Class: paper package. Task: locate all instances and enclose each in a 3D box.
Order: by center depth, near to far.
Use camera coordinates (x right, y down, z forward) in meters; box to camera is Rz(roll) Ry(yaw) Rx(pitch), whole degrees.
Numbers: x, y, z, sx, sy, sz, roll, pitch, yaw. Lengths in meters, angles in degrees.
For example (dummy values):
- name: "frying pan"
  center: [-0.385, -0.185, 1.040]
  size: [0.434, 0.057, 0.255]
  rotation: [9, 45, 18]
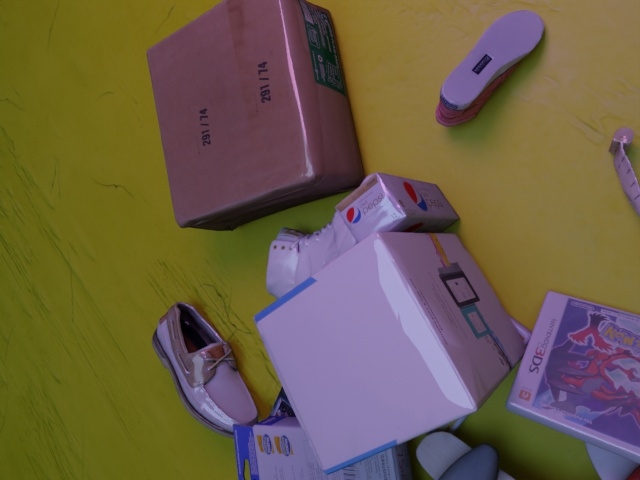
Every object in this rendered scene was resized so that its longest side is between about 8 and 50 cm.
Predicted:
- name: "paper package"
  center: [-0.111, -0.207, 0.831]
  size: [0.309, 0.168, 0.325]
  rotation: [-15, 84, 30]

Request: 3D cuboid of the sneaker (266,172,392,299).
- name: "sneaker"
  center: [0.000, 0.000, 0.801]
  size: [0.169, 0.108, 0.293]
  rotation: [32, 112, 24]

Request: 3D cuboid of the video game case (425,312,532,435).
- name: "video game case"
  center: [0.168, 0.162, 0.756]
  size: [0.206, 0.026, 0.227]
  rotation: [40, 110, 24]

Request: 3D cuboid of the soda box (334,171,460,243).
- name: "soda box"
  center: [0.113, -0.037, 0.669]
  size: [0.074, 0.216, 0.069]
  rotation: [-40, 72, 27]

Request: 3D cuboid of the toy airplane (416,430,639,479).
- name: "toy airplane"
  center: [0.287, 0.402, 0.544]
  size: [0.386, 0.272, 0.385]
  rotation: [-28, 59, 42]

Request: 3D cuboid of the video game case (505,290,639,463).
- name: "video game case"
  center: [0.345, 0.157, 0.572]
  size: [0.201, 0.183, 0.023]
  rotation: [16, 142, 30]

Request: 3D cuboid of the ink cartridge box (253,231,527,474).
- name: "ink cartridge box"
  center: [0.101, 0.120, 0.622]
  size: [0.198, 0.270, 0.197]
  rotation: [-36, 72, 27]

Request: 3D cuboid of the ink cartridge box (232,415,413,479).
- name: "ink cartridge box"
  center: [-0.002, 0.386, 0.795]
  size: [0.311, 0.065, 0.186]
  rotation: [-10, 87, 30]

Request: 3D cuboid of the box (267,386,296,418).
- name: "box"
  center: [0.003, 0.374, 0.855]
  size: [0.233, 0.044, 0.159]
  rotation: [32, 108, 27]

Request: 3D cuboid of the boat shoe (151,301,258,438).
- name: "boat shoe"
  center: [-0.221, 0.243, 0.949]
  size: [0.302, 0.113, 0.103]
  rotation: [40, 117, 25]

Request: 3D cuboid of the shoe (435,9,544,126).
- name: "shoe"
  center: [0.228, -0.235, 0.682]
  size: [0.063, 0.081, 0.178]
  rotation: [44, 84, 10]

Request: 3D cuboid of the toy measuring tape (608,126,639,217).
- name: "toy measuring tape"
  center: [0.435, 0.010, 0.546]
  size: [0.121, 0.121, 0.330]
  rotation: [-22, 67, 31]
